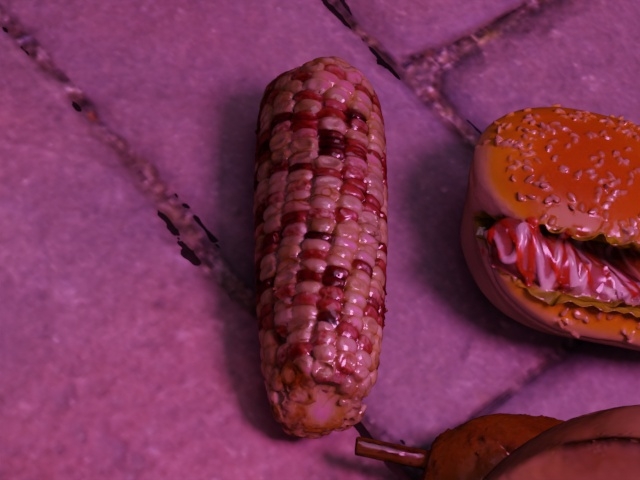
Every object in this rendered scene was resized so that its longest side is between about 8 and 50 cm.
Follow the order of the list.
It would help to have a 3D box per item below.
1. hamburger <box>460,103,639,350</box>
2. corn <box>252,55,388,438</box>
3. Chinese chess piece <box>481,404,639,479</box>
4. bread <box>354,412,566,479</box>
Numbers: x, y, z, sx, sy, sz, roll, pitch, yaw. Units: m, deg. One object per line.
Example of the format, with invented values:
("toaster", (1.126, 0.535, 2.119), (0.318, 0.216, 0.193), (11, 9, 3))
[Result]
("hamburger", (0.191, -0.006, 1.200), (0.210, 0.116, 0.173), (12, 50, -11))
("corn", (0.000, 0.000, 1.149), (0.086, 0.086, 0.253), (10, 54, -12))
("Chinese chess piece", (0.175, 0.208, 0.963), (0.251, 0.251, 0.097), (48, 25, 17))
("bread", (0.185, 0.164, 1.096), (0.344, 0.084, 0.124), (16, 52, -7))
